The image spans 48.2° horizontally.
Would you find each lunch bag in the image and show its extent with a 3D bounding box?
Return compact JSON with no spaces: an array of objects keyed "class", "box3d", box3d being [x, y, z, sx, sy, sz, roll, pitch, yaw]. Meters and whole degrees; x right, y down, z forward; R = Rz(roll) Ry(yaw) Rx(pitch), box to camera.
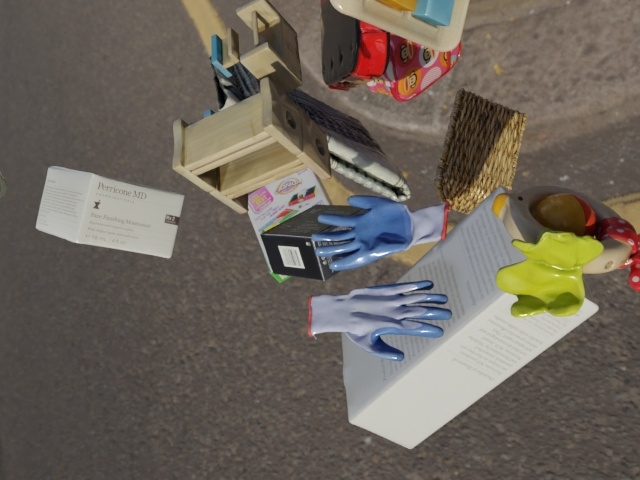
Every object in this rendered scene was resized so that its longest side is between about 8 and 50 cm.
[{"class":"lunch bag","box3d":[0.199,-0.469,1.520,0.258,0.293,0.120,-38,46,-22]}]

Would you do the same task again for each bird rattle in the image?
[{"class":"bird rattle","box3d":[0.335,-0.011,0.907,0.207,0.254,0.143,-121,25,-43]}]

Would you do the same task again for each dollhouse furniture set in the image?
[{"class":"dollhouse furniture set","box3d":[-0.079,-0.152,0.829,0.129,0.129,0.183,-20,59,24]}]

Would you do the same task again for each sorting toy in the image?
[{"class":"sorting toy","box3d":[0.103,-0.301,0.712,0.038,0.208,0.192,20,103,39]}]

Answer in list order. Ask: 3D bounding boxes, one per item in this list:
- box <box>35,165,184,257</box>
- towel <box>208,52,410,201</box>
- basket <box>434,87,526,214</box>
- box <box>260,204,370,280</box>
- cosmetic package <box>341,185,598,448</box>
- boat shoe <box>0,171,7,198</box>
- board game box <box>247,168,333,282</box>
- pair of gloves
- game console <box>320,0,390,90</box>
[{"class":"box","box3d":[-0.370,-0.051,1.257,0.182,0.181,0.118,12,90,47]},{"class":"towel","box3d":[-0.025,-0.202,1.138,0.056,0.324,0.312,-57,25,20]},{"class":"basket","box3d":[0.407,-0.236,1.994,0.213,0.223,0.299,148,138,-72]},{"class":"box","box3d":[0.000,0.000,1.377,0.156,0.158,0.093,5,118,49]},{"class":"cosmetic package","box3d":[0.240,0.148,1.284,0.453,0.162,0.230,-46,28,29]},{"class":"boat shoe","box3d":[-0.614,-0.173,1.147,0.118,0.320,0.103,-29,62,-7]},{"class":"board game box","box3d":[-0.076,-0.063,2.095,0.242,0.064,0.316,-30,50,7]},{"class":"pair of gloves","box3d":[0.061,0.033,0.760,0.159,0.023,0.198,-5,60,22]},{"class":"game console","box3d":[0.053,-0.446,1.254,0.386,0.060,0.341,-142,51,-78]}]
